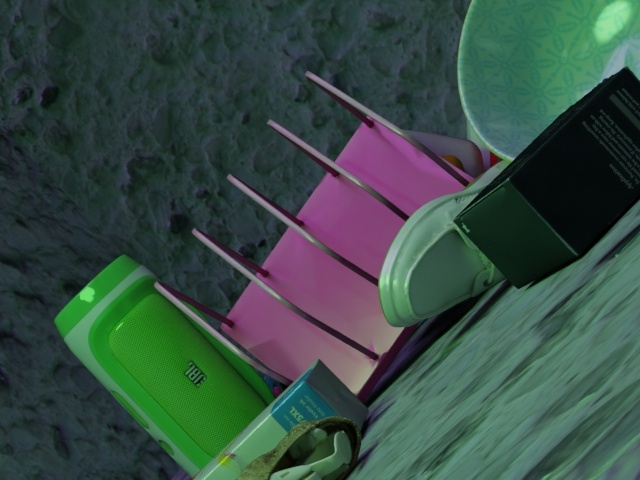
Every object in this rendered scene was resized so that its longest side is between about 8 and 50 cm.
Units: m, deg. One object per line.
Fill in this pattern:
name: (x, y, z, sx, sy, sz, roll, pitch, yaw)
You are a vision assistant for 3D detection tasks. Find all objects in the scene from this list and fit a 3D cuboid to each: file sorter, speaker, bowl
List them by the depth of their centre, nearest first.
bowl: (0.297, -0.192, 1.979, 0.156, 0.289, 0.289, 20, -52, -41)
file sorter: (0.000, 0.000, 2.011, 0.291, 0.202, 0.182, -55, -38, 1)
speaker: (-0.150, 0.158, 2.117, 0.131, 0.296, 0.131, -44, 0, 0)

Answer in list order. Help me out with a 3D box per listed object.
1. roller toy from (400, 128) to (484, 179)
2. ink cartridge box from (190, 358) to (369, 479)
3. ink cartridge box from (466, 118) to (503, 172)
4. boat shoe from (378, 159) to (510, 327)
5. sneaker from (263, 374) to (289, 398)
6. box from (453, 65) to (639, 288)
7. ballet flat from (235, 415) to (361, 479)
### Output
roller toy: (0.111, -0.031, 2.208, 0.191, 0.146, 0.209, -90, 9, -60)
ink cartridge box: (-0.064, 0.228, 1.879, 0.231, 0.078, 0.134, -44, 0, 8)
ink cartridge box: (0.191, -0.075, 2.261, 0.056, 0.181, 0.224, 0, 10, 10)
boat shoe: (0.164, -0.002, 1.913, 0.096, 0.098, 0.277, 10, 36, 39)
sneaker: (0.036, 0.096, 2.282, 0.295, 0.124, 0.178, -52, -3, -9)
box: (0.220, -0.052, 1.715, 0.158, 0.093, 0.156, -43, 0, -18)
ballet flat: (-0.019, 0.197, 1.608, 0.067, 0.073, 0.206, -27, 12, 28)
